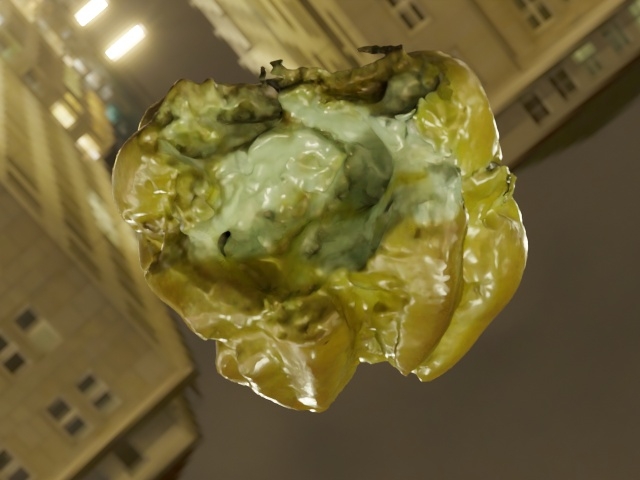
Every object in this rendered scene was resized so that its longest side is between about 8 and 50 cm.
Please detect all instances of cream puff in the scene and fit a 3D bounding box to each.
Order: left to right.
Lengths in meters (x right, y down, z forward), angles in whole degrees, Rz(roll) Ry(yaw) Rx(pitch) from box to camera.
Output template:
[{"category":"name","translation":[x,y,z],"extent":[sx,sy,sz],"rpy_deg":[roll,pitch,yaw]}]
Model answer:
[{"category":"cream puff","translation":[0.001,0.001,0.827],"extent":[0.221,0.194,0.194],"rpy_deg":[-5,-152,14]}]
